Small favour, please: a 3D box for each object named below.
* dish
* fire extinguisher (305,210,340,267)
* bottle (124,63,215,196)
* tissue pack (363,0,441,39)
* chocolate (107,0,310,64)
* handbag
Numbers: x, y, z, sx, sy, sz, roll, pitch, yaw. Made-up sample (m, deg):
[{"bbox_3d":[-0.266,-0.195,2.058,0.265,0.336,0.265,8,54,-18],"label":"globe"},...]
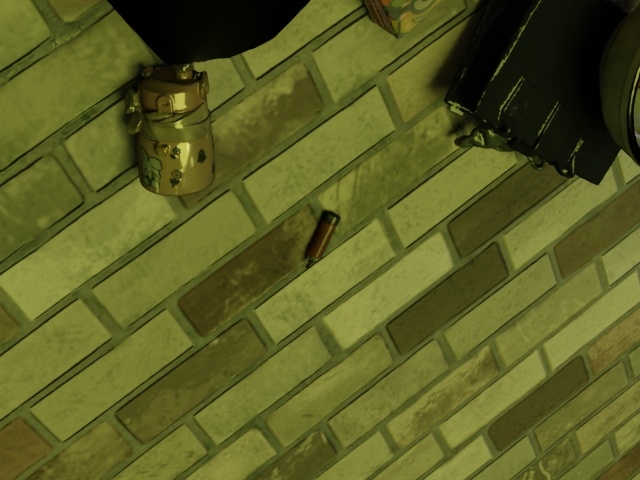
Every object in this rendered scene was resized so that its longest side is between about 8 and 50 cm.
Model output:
[{"bbox_3d":[0.470,-0.229,1.468,0.303,0.120,0.303,-19,125,-29],"label":"dish"},{"bbox_3d":[0.000,0.000,1.506,0.083,0.022,0.028,-64,168,18],"label":"fire extinguisher"},{"bbox_3d":[-0.170,-0.135,1.251,0.099,0.099,0.152,-17,125,-25],"label":"bottle"},{"bbox_3d":[0.100,-0.318,1.298,0.108,0.060,0.148,-46,156,-1],"label":"tissue pack"},{"bbox_3d":[-0.138,-0.330,1.068,0.284,0.186,0.283,-23,129,-32],"label":"chocolate"},{"bbox_3d":[0.321,-0.214,1.520,0.326,0.118,0.269,23,99,-42],"label":"handbag"}]
